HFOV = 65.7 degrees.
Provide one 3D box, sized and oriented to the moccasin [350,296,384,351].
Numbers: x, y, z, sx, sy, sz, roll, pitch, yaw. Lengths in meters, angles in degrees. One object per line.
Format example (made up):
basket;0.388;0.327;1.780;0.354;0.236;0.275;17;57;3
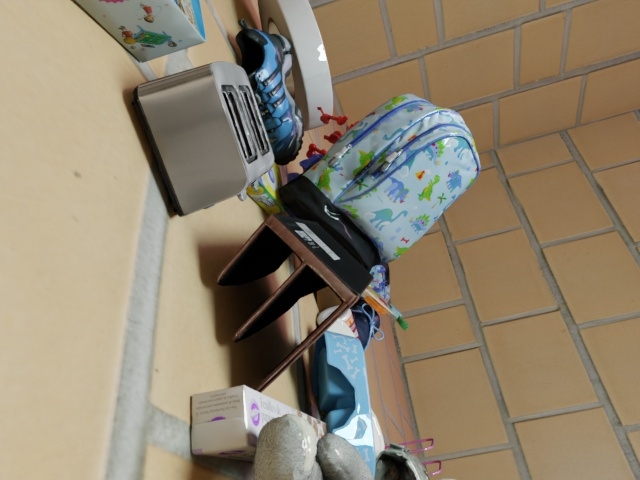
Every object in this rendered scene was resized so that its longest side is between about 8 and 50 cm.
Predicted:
moccasin;0.121;0.233;1.490;0.342;0.117;0.137;-70;144;-72

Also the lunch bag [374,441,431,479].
lunch bag;0.146;0.526;0.900;0.235;0.169;0.286;57;40;-61

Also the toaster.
toaster;-0.143;-0.140;0.638;0.168;0.110;0.185;-72;145;-73

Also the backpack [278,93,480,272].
backpack;0.145;-0.125;1.015;0.273;0.355;0.290;25;-18;45

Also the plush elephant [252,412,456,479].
plush elephant;0.064;0.365;0.535;0.330;0.256;0.271;71;26;-61

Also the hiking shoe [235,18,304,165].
hiking shoe;-0.125;-0.312;1.085;0.132;0.113;0.303;-2;80;-51

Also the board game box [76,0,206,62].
board game box;-0.238;-0.361;0.493;0.303;0.098;0.223;39;38;-74

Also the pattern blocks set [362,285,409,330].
pattern blocks set;0.132;0.150;1.478;0.325;0.026;0.285;41;6;-4

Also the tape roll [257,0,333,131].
tape roll;-0.070;-0.482;1.291;0.392;0.072;0.391;160;-90;-82

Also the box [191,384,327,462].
box;-0.060;0.254;0.645;0.324;0.067;0.063;59;19;-59

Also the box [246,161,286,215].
box;-0.111;-0.120;0.968;0.179;0.043;0.105;53;24;-69

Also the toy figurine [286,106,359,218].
toy figurine;-0.036;-0.109;1.172;0.191;0.217;0.362;38;-42;26

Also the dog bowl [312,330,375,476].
dog bowl;0.037;0.300;0.874;0.165;0.074;0.297;105;-16;-53

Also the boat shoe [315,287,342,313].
boat shoe;0.018;0.110;1.237;0.073;0.073;0.206;-74;148;-67

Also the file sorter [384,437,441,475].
file sorter;0.272;0.729;1.404;0.202;0.183;0.290;44;33;-70

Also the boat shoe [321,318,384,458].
boat shoe;0.043;0.315;1.035;0.109;0.091;0.304;4;61;-36

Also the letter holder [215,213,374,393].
letter holder;-0.053;0.092;0.758;0.152;0.214;0.302;44;7;7

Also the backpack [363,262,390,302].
backpack;0.174;0.168;1.796;0.117;0.158;0.173;-32;119;-71

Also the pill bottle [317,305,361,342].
pill bottle;0.052;0.241;1.199;0.086;0.086;0.151;-76;149;-69
